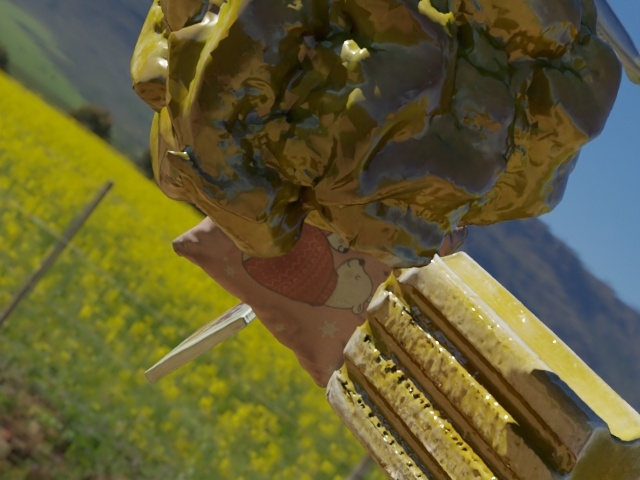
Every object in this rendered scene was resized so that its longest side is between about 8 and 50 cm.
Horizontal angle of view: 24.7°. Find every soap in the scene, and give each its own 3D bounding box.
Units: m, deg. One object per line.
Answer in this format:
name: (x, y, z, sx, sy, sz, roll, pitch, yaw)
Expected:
soap: (0.124, 0.135, 1.145, 0.089, 0.173, 0.274, 15, 21, -36)

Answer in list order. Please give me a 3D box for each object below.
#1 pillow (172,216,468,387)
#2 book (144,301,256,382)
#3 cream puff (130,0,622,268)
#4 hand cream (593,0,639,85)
pillow: (0.000, 0.000, 1.474, 0.223, 0.236, 0.084, 40, 12, -8)
book: (-0.129, 0.114, 1.957, 0.022, 0.162, 0.232, 57, 20, -2)
cream puff: (0.035, -0.109, 0.978, 0.325, 0.291, 0.257, 22, 27, 0)
hand cream: (0.235, -0.253, 1.413, 0.271, 0.058, 0.091, 50, 3, -14)
